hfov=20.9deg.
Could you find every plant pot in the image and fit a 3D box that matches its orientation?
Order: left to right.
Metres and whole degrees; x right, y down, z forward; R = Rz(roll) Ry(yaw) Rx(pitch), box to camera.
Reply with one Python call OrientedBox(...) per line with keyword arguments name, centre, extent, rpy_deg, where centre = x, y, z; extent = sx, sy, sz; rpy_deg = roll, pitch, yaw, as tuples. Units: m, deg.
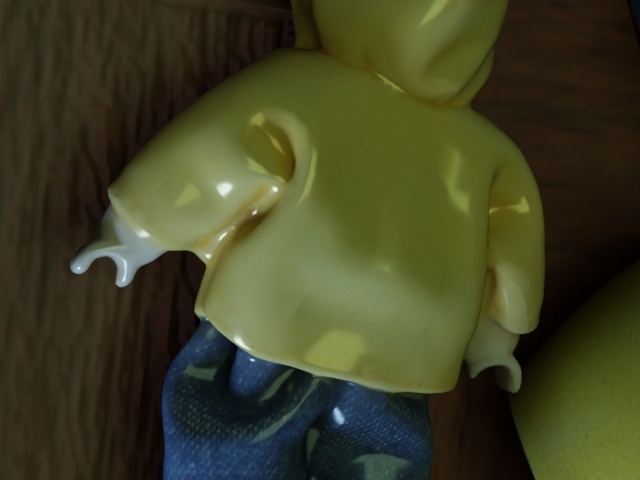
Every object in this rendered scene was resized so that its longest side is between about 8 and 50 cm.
OrientedBox(name="plant pot", centre=(0.128, 0.072, 0.669), extent=(0.095, 0.134, 0.134), rpy_deg=(-23, 106, 8))

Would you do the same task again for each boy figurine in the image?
OrientedBox(name="boy figurine", centre=(0.000, 0.000, 0.617), extent=(0.177, 0.092, 0.285), rpy_deg=(10, 92, -23))

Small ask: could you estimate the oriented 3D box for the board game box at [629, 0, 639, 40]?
OrientedBox(name="board game box", centre=(0.255, -0.199, 0.702), extent=(0.308, 0.086, 0.302), rpy_deg=(-21, 104, -19))
